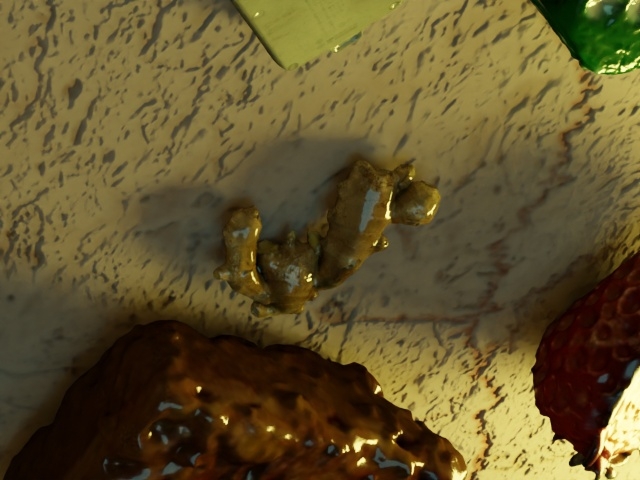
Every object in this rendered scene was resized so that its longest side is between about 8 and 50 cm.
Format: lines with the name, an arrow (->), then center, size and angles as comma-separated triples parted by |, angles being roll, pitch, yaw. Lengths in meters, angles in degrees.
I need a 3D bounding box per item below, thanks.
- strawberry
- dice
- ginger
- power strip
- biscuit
strawberry -> 0.324, 0.105, 1.291 | 0.253, 0.150, 0.280 | -27, 136, -27
dice -> 0.229, -0.217, 0.974 | 0.128, 0.131, 0.120 | -36, 135, 10
ginger -> 0.000, 0.000, 1.130 | 0.193, 0.053, 0.176 | 8, 126, -18
power strip -> -0.014, -0.202, 0.868 | 0.118, 0.046, 0.270 | -30, 164, 5
biscuit -> -0.103, 0.250, 1.225 | 0.395, 0.166, 0.343 | 23, 117, -37
